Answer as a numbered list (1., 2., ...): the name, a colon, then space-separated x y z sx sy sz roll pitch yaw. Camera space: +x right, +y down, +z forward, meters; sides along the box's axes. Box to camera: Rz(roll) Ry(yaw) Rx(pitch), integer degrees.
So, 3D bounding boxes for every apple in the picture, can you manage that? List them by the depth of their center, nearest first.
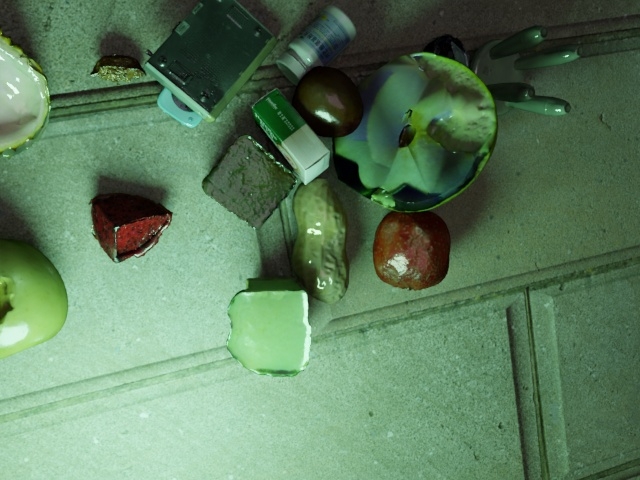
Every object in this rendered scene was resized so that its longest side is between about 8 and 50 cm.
1. apple: -0.676 0.126 1.191 0.279 0.279 0.279 -2 98 -14

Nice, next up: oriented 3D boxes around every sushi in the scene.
1. sushi: -0.454 -0.380 1.269 0.118 0.061 0.060 -10 74 -6

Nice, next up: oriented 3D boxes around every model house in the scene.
1. model house: -0.125 0.198 1.369 0.195 0.189 0.214 -4 102 -5

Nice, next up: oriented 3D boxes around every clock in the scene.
1. clock: -0.302 -0.346 1.322 0.108 0.045 0.147 35 87 -17

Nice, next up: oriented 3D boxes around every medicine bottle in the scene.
1. medicine bottle: -0.010 -0.460 1.349 0.186 0.103 0.103 -46 106 -5

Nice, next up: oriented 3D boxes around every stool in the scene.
1. stool: 0.506 -0.417 1.417 0.195 0.199 0.195 9 92 -32

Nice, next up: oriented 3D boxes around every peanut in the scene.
1. peanut: 0.000 0.000 1.404 0.149 0.149 0.313 -3 96 -14

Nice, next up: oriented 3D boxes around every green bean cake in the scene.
1. green bean cake: -0.171 -0.141 1.358 0.181 0.094 0.173 37 88 -17

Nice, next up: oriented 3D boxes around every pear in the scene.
1. pear: 0.242 -0.235 1.359 0.165 0.399 0.398 29 90 -55

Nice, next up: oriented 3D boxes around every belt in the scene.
1. belt: 0.325 -0.459 1.459 0.105 0.058 0.140 -28 101 -17

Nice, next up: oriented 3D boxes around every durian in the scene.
1. durian: -0.670 -0.292 1.188 0.196 0.185 0.305 10 100 -35

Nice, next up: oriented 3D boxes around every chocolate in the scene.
1. chocolate: 0.019 -0.313 1.325 0.177 0.177 0.176 -2 98 -14

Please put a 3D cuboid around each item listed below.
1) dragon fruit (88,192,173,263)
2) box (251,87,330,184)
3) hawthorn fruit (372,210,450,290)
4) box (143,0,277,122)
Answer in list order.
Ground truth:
1. dragon fruit: -0.441 -0.041 1.319 0.161 0.120 0.127 -20 60 -36
2. box: -0.067 -0.239 1.320 0.081 0.135 0.199 -41 84 -6
3. hawthorn fruit: 0.233 0.000 1.433 0.205 0.205 0.253 5 90 -15
4. box: -0.248 -0.432 1.293 0.211 0.045 0.270 41 73 -16
